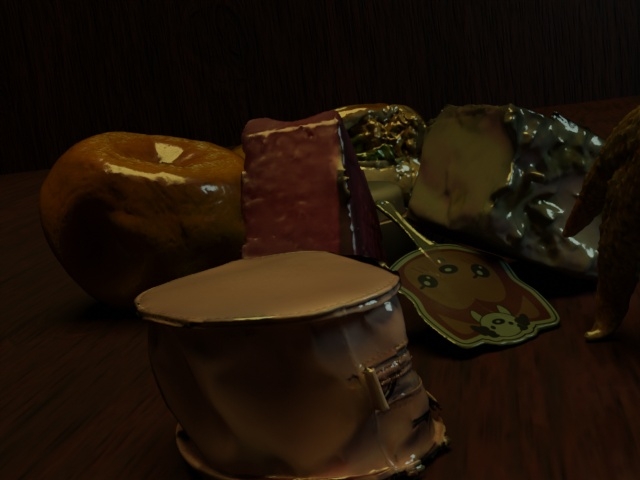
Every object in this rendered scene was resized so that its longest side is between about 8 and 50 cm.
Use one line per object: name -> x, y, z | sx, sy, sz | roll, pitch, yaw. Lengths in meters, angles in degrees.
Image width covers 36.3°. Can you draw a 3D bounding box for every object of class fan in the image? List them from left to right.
fan -> 0.108, 0.022, 0.858 | 0.132, 0.009, 0.220 | -7, 38, -29

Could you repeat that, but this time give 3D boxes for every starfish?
starfish -> 0.261, -0.060, 0.664 | 0.094, 0.326, 0.375 | 16, -2, -13

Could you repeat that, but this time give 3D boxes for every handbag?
handbag -> -0.022, 0.079, 0.639 | 0.179, 0.116, 0.205 | -12, 11, -21

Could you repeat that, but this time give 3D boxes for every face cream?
face cream -> 0.042, -0.007, 1.055 | 0.117, 0.104, 0.117 | -8, 10, 2

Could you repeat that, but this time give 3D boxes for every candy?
candy -> 0.192, -0.050, 0.955 | 0.185, 0.137, 0.195 | 20, -1, -23

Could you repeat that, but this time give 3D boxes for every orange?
orange -> -0.183, -0.020, 1.100 | 0.249, 0.183, 0.249 | 9, 19, -3

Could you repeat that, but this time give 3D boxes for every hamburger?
hamburger -> 0.047, -0.073, 1.223 | 0.286, 0.146, 0.243 | -19, -13, 22

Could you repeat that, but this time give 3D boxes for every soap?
soap -> 0.000, 0.000, 0.889 | 0.099, 0.162, 0.250 | -11, -20, 8

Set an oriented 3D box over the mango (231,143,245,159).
mango -> -0.046, -0.088, 1.400 | 0.249, 0.151, 0.156 | -14, -22, -12
